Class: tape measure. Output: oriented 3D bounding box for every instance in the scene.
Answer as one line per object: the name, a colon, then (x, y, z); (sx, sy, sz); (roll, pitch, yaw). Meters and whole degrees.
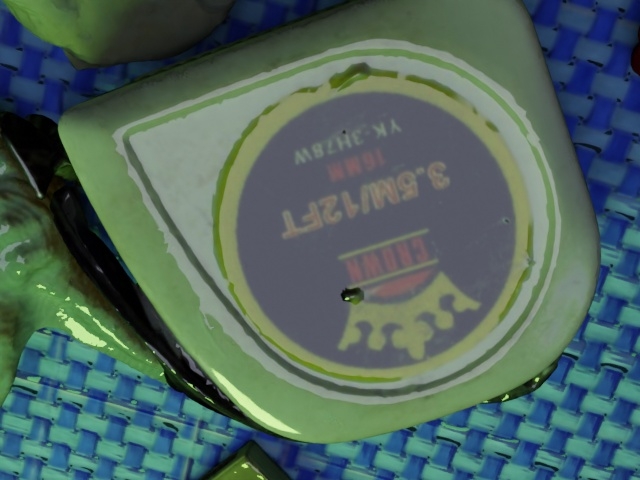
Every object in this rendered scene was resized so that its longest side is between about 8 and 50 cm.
tape measure: (0.000, 0.000, 0.634); (0.271, 0.133, 0.231); (-18, 100, 3)

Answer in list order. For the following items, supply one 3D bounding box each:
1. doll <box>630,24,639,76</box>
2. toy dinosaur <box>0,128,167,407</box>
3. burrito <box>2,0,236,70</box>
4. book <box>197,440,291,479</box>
doll: (0.262, -0.241, 0.541); (0.188, 0.099, 0.384); (12, 119, -1)
toy dinosaur: (-0.179, 0.029, 0.693); (0.392, 0.092, 0.206); (20, 108, -1)
burrito: (-0.136, -0.208, 0.534); (0.190, 0.135, 0.332); (-38, 120, 10)
book: (-0.076, 0.253, 0.802); (0.231, 0.026, 0.161); (-39, 103, 18)
